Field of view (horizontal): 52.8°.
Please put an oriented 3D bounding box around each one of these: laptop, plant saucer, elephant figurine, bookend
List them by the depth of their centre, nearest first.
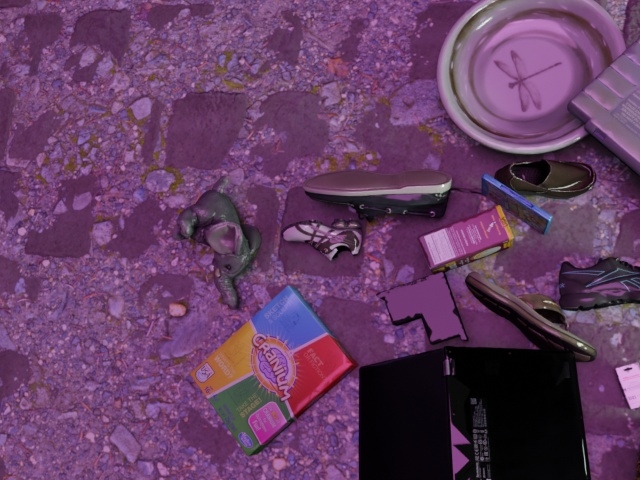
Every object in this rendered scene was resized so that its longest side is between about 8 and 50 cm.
[{"bbox_3d":[0.291,0.426,1.296,0.407,0.236,0.382,2,68,-2],"label":"laptop"},{"bbox_3d":[0.225,0.168,1.418,0.156,0.072,0.157,-21,74,11],"label":"bookend"},{"bbox_3d":[0.467,-0.373,1.453,0.400,0.100,0.401,-3,78,15],"label":"plant saucer"},{"bbox_3d":[-0.224,0.007,1.556,0.239,0.186,0.169,41,48,9],"label":"elephant figurine"}]

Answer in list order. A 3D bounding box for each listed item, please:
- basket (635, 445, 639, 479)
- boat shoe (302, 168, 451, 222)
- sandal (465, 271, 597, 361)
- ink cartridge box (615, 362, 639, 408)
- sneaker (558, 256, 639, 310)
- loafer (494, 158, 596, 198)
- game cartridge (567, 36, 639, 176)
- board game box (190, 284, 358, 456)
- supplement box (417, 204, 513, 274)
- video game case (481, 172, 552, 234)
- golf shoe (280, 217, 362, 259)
[{"bbox_3d":[0.728,0.457,1.138,0.299,0.213,0.223,10,80,18],"label":"basket"},{"bbox_3d":[0.129,-0.096,1.486,0.340,0.127,0.113,-2,120,8],"label":"boat shoe"},{"bbox_3d":[0.443,0.145,1.344,0.303,0.120,0.086,38,76,20],"label":"sandal"},{"bbox_3d":[0.630,0.292,1.299,0.048,0.028,0.083,-18,74,11],"label":"ink cartridge box"},{"bbox_3d":[0.621,0.080,1.311,0.267,0.101,0.106,-7,74,14],"label":"sneaker"},{"bbox_3d":[0.492,-0.135,1.389,0.220,0.078,0.080,-4,77,-1],"label":"loafer"},{"bbox_3d":[0.699,-0.225,1.279,0.230,0.068,0.355,-43,71,5],"label":"game cartridge"},{"bbox_3d":[-0.110,0.297,1.488,0.316,0.064,0.242,-43,71,4],"label":"board game box"},{"bbox_3d":[0.318,0.003,1.411,0.188,0.104,0.081,-22,73,11],"label":"supplement box"},{"bbox_3d":[0.420,-0.077,1.391,0.166,0.119,0.015,38,88,20],"label":"video game case"},{"bbox_3d":[0.000,0.000,1.517,0.198,0.077,0.094,-3,78,16],"label":"golf shoe"}]
